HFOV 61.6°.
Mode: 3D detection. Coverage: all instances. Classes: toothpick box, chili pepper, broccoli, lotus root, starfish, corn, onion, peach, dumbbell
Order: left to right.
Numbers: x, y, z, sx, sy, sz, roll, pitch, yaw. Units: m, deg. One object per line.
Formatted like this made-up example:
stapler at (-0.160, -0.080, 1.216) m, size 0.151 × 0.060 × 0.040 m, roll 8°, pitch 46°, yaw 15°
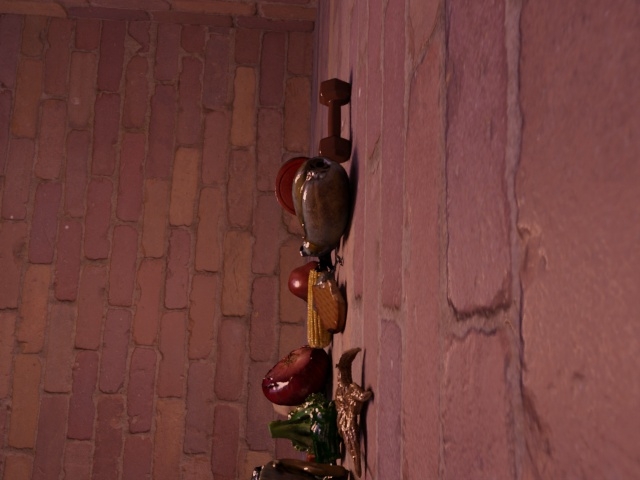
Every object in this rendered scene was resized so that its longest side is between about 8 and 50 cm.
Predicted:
onion at (-0.072, 0.437, 1.714) m, size 0.248 × 0.248 × 0.161 m, roll 118°, pitch 128°, yaw -81°
broccoli at (-0.053, 0.515, 1.505) m, size 0.219 × 0.194 × 0.194 m, roll -166°, pitch 78°, yaw -80°
toothpick box at (-0.064, -0.205, 1.969) m, size 0.333 × 0.204 × 0.204 m, roll -105°, pitch 18°, yaw -80°
peach at (-0.030, 0.147, 1.804) m, size 0.152 × 0.152 × 0.152 m, roll -178°, pitch 90°, yaw -86°
corn at (-0.001, 0.213, 1.689) m, size 0.081 × 0.081 × 0.248 m, roll 120°, pitch 151°, yaw -81°
lotus root at (0.010, -0.076, 1.387) m, size 0.322 × 0.140 × 0.158 m, roll 88°, pitch 156°, yaw -51°
chili pepper at (0.018, 0.511, 1.317) m, size 0.099 × 0.083 × 0.253 m, roll -150°, pitch 59°, yaw -75°
dumbbell at (0.037, -0.319, 1.432) m, size 0.082 × 0.092 × 0.231 m, roll -23°, pitch 61°, yaw 52°
starfish at (0.063, 0.331, 1.049) m, size 0.277 × 0.062 × 0.236 m, roll 121°, pitch 146°, yaw -73°

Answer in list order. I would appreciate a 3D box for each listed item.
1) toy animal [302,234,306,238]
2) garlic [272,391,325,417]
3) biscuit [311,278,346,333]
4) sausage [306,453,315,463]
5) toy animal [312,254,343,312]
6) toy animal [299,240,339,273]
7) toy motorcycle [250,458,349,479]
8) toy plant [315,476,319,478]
toy animal at (-0.003, -0.127, 1.743) m, size 0.149 × 0.054 × 0.275 m, roll -118°, pitch 46°, yaw -73°
garlic at (-0.057, 0.560, 1.881) m, size 0.199 × 0.199 × 0.226 m, roll -93°, pitch -19°, yaw -53°
biscuit at (0.022, 0.164, 1.451) m, size 0.228 × 0.031 × 0.176 m, roll -121°, pitch 28°, yaw -55°
sausage at (-0.037, 0.881, 2.117) m, size 0.039 × 0.041 × 0.131 m, roll -103°, pitch 15°, yaw -55°
toy animal at (0.028, 0.121, 1.566) m, size 0.079 × 0.070 × 0.253 m, roll 49°, pitch 137°, yaw 29°
toy animal at (-0.002, -0.002, 1.610) m, size 0.210 × 0.117 × 0.121 m, roll 95°, pitch -178°, yaw -56°
toy motorcycle at (-0.039, 0.519, 1.054) m, size 0.410 × 0.237 × 0.169 m, roll 100°, pitch -174°, yaw -79°
toy plant at (-0.074, 0.764, 1.512) m, size 0.332 × 0.247 × 0.247 m, roll -88°, pitch 1°, yaw -84°
